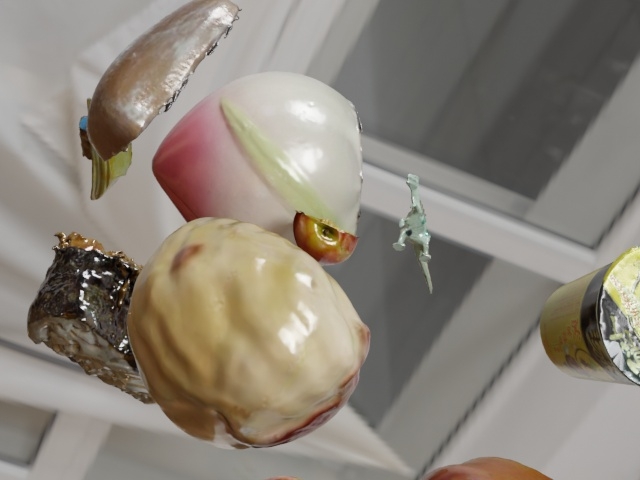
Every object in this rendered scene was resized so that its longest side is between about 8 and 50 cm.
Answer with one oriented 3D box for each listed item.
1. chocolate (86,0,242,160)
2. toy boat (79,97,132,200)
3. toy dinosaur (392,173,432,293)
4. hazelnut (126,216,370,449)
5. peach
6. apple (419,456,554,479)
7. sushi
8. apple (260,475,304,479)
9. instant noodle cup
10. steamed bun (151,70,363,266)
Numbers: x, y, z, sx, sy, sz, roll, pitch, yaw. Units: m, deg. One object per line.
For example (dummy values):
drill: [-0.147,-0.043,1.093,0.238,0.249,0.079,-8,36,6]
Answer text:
chocolate: [-0.209,-0.216,1.765,0.261,0.083,0.161,-55,-165,-29]
toy boat: [-0.302,-0.128,1.963,0.065,0.066,0.172,-49,150,-45]
toy dinosaur: [0.146,-0.014,2.106,0.044,0.187,0.106,-8,-126,23]
hazelnut: [-0.073,0.092,1.479,0.241,0.261,0.261,-55,-176,-37]
peach: [0.000,0.000,1.884,0.061,0.098,0.098,-66,-165,-3]
apple: [0.186,0.423,1.504,0.329,0.365,0.295,-31,171,-31]
sushi: [-0.331,0.145,2.470,0.234,0.348,0.207,-9,-130,43]
apple: [-0.045,0.363,1.723,0.131,0.146,0.146,39,67,-63]
instant noodle cup: [0.431,0.116,2.024,0.236,0.216,0.215,-20,-130,69]
steamed bun: [-0.099,-0.098,2.041,0.309,0.309,0.309,-159,-90,-75]
